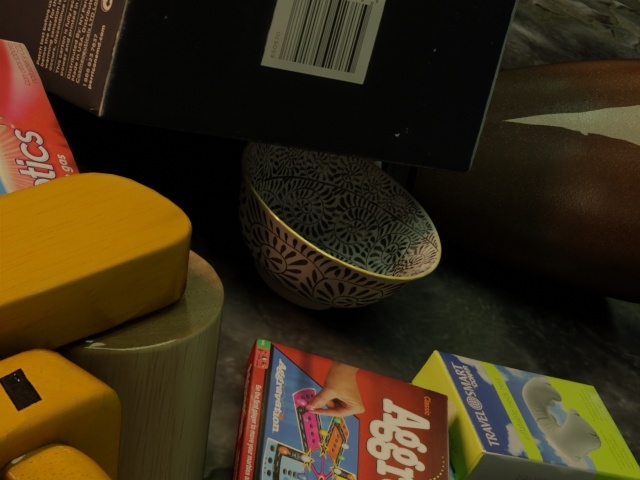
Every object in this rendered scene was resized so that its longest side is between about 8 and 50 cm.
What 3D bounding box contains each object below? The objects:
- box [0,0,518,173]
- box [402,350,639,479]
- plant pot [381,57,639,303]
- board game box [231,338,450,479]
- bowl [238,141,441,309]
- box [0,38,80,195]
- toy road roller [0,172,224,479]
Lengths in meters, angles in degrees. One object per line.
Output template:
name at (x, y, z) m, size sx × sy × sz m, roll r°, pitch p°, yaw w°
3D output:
box at (-0.082, -0.190, 1.371) m, size 0.343 × 0.179 × 0.312 m, roll 7°, pitch 14°, yaw -38°
box at (0.146, 0.141, 1.329) m, size 0.178 × 0.042 × 0.109 m, roll 14°, pitch 33°, yaw -31°
plant pot at (0.176, -0.062, 1.538) m, size 0.230 × 0.215 × 0.215 m, roll 5°, pitch 36°, yaw -14°
board game box at (0.013, 0.171, 1.148) m, size 0.145 × 0.027 × 0.281 m, roll 18°, pitch 31°, yaw -9°
bowl at (0.000, 0.000, 1.365) m, size 0.170 × 0.080 × 0.170 m, roll 23°, pitch 30°, yaw -14°
box at (-0.227, 0.015, 1.051) m, size 0.142 × 0.154 × 0.300 m, roll 9°, pitch 37°, yaw -35°
toy road roller at (-0.135, 0.131, 0.761) m, size 0.240 × 0.202 × 0.329 m, roll 29°, pitch 35°, yaw 33°
